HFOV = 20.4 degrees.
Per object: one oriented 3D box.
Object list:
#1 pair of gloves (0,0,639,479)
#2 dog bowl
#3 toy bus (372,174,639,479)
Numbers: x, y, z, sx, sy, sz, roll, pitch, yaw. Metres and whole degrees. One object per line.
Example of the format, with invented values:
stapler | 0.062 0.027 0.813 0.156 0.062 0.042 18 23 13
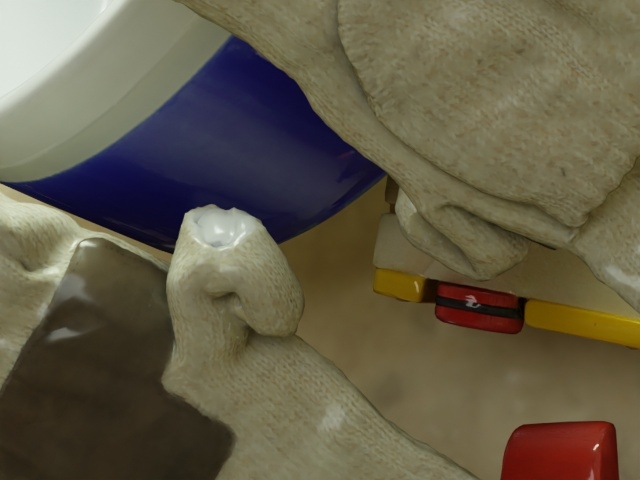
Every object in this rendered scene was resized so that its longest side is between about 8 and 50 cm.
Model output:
pair of gloves | 0.000 0.000 0.464 0.204 0.042 0.240 25 112 -10
dog bowl | -0.033 -0.131 0.572 0.265 0.104 0.265 -32 45 38
toy bus | 0.119 -0.012 0.536 0.191 0.104 0.202 -38 71 23
